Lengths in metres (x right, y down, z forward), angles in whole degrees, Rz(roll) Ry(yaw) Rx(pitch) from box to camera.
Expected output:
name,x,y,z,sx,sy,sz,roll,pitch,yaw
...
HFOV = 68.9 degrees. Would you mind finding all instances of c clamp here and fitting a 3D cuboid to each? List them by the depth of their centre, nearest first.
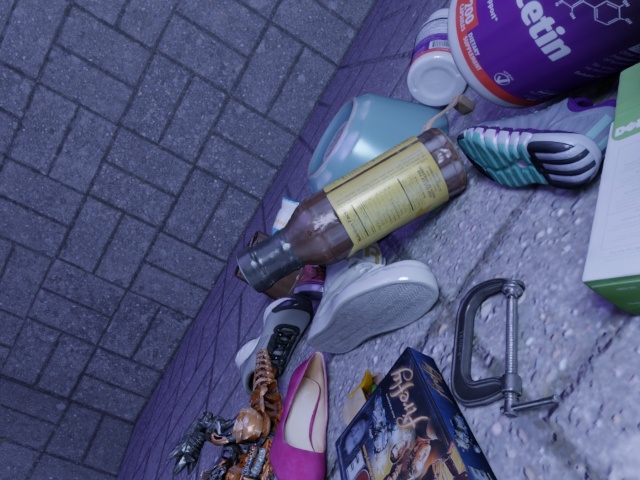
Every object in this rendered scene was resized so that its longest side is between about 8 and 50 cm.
name,x,y,z,sx,sy,sz,roll,pitch,yaw
c clamp,0.177,0.100,0.464,0.137,0.022,0.161,-51,20,50

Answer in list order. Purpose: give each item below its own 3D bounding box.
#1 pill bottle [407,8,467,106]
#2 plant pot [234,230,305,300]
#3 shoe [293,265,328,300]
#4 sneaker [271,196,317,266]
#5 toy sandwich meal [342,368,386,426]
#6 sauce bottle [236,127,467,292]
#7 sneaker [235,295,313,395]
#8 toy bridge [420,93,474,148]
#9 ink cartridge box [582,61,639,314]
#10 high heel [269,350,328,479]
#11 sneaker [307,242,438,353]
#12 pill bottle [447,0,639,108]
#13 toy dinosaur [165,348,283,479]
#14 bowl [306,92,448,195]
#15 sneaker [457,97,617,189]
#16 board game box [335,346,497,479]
name,x,y,z,sx,sy,sz,roll,pitch,yaw
pill bottle,0.230,-0.356,0.890,0.108,0.108,0.194,-42,25,50
plant pot,-0.109,0.068,1.138,0.167,0.165,0.167,-55,17,26
shoe,-0.008,0.080,0.985,0.178,0.063,0.081,154,136,-71
sneaker,0.000,0.000,0.828,0.087,0.228,0.092,23,90,44
toy sandwich meal,0.060,0.211,0.618,0.086,0.029,0.086,-54,18,26
sauce bottle,0.040,-0.037,0.687,0.344,0.111,0.111,-29,21,4
sneaker,-0.090,0.222,0.981,0.272,0.100,0.108,-57,30,28
toy bridge,0.192,-0.159,0.762,0.188,0.063,0.026,-65,16,-13
ink cartridge box,0.273,-0.055,0.338,0.109,0.062,0.209,-27,38,64
high heel,-0.016,0.259,0.686,0.244,0.082,0.117,-81,10,-81
sneaker,0.071,0.053,0.707,0.292,0.108,0.169,-42,28,53
pill bottle,0.278,-0.255,0.438,0.182,0.181,0.323,-65,16,-11
toy dinosaur,-0.120,0.353,0.808,0.218,0.164,0.322,-31,16,36
bowl,0.085,-0.162,0.921,0.312,0.163,0.312,-55,17,25
sneaker,0.249,-0.116,0.534,0.098,0.083,0.224,-41,21,-1
board game box,0.088,0.242,0.459,0.165,0.042,0.243,-58,16,15
